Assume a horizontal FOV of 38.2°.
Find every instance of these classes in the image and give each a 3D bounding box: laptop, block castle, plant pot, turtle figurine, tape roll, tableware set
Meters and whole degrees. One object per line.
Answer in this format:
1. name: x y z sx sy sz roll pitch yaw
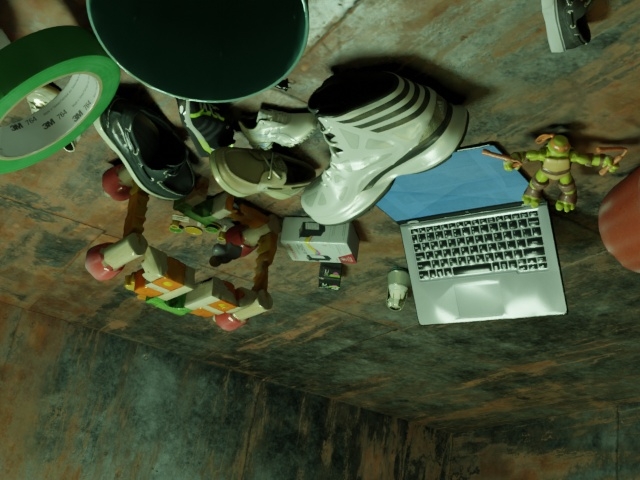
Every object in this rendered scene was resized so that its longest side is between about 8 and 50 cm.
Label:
1. laptop: 0.298 0.007 2.056 0.382 0.407 0.236 -8 -175 36
2. block castle: -0.326 0.018 2.222 0.453 0.302 0.213 27 145 -36
3. plant pot: 0.677 -0.057 1.747 0.273 0.272 0.265 13 164 -8
4. plant pot: -0.152 -0.379 1.277 0.293 0.235 0.293 3 142 2
5. turtle figurine: 0.448 -0.146 1.813 0.270 0.087 0.217 -2 150 5
6. tape roll: -0.519 -0.252 1.682 0.077 0.321 0.321 52 157 9
7. tableware set: -0.327 -0.027 2.461 0.154 0.024 0.104 12 157 -6

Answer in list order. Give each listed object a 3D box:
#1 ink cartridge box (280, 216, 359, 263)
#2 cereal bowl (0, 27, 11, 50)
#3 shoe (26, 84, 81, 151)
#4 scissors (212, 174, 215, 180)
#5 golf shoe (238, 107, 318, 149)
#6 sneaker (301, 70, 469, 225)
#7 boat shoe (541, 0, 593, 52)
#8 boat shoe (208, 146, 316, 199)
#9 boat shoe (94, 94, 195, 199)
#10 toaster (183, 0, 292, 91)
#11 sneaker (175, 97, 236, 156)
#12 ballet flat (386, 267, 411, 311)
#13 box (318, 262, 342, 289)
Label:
1. ink cartridge box: 0.000 0.000 2.338 0.175 0.072 0.127 2 156 16
2. cereal bowl: -0.714 -0.363 1.686 0.339 0.141 0.339 7 157 3
3. shoe: -0.564 -0.263 1.962 0.077 0.058 0.219 4 156 13
4. scissors: -0.146 -0.170 2.076 0.109 0.021 0.297 23 152 -24
5. golf shoe: -0.088 -0.232 1.853 0.176 0.069 0.086 -10 142 32
6. sneaker: 0.048 -0.199 1.797 0.258 0.169 0.448 30 141 -25
7. boat shoe: 0.371 -0.356 1.379 0.076 0.080 0.228 -6 154 18
8. boat shoe: -0.118 -0.151 1.949 0.098 0.109 0.302 -21 164 28
9. boat shoe: -0.343 -0.189 1.968 0.113 0.127 0.340 9 150 31
10. toaster: -0.134 -0.347 1.497 0.227 0.146 0.129 18 156 -18
11. sneaker: -0.228 -0.255 1.865 0.097 0.084 0.234 -17 155 1
12. ballet flat: 0.220 0.145 2.595 0.072 0.068 0.213 7 156 5
13. box: 0.027 0.099 2.580 0.062 0.052 0.083 7 156 2
